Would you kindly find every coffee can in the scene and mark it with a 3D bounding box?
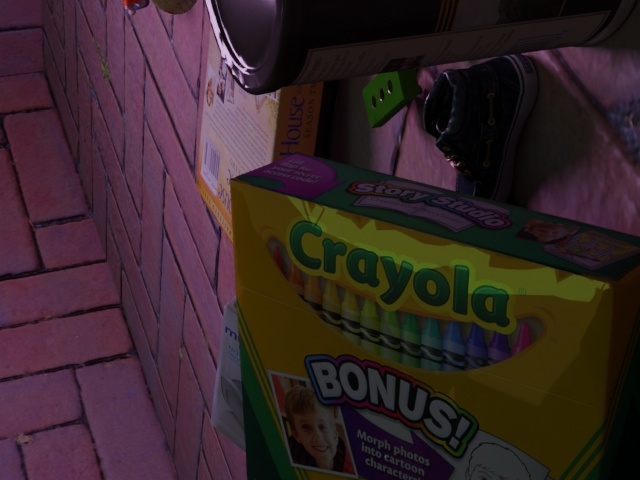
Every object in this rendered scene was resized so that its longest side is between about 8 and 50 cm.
[{"bbox_3d":[0.067,-0.224,0.864,0.201,0.275,0.201,169,90,-71],"label":"coffee can"}]

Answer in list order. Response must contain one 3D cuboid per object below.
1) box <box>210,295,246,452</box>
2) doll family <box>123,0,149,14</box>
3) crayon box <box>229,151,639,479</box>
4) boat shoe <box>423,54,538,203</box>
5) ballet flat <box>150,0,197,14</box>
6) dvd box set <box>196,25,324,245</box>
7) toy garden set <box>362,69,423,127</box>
[{"bbox_3d":[0.024,0.176,1.281,0.262,0.127,0.231,36,143,19],"label":"box"},{"bbox_3d":[-0.292,-0.512,1.985,0.163,0.118,0.263,-1,-96,-84],"label":"doll family"},{"bbox_3d":[0.092,0.116,1.001,0.363,0.106,0.313,16,120,36],"label":"crayon box"},{"bbox_3d":[0.128,-0.086,1.058,0.183,0.083,0.065,99,153,-44],"label":"boat shoe"},{"bbox_3d":[-0.176,-0.475,1.581,0.123,0.123,0.348,133,143,-67],"label":"ballet flat"},{"bbox_3d":[-0.077,-0.201,1.522,0.307,0.062,0.420,-129,42,-57],"label":"dvd box set"},{"bbox_3d":[0.075,-0.258,1.180,0.204,0.049,0.244,145,114,-71],"label":"toy garden set"}]
